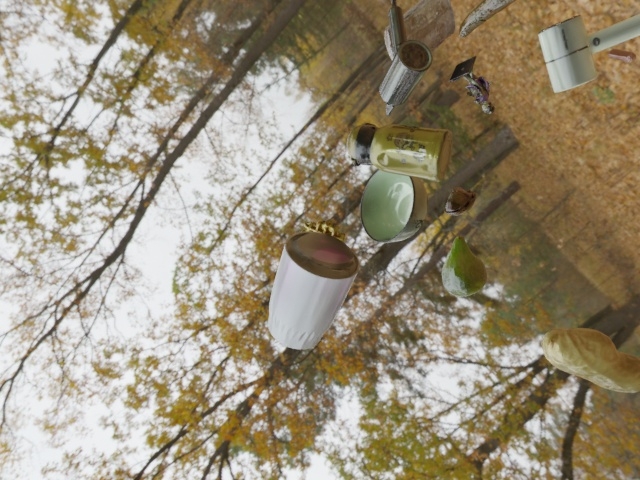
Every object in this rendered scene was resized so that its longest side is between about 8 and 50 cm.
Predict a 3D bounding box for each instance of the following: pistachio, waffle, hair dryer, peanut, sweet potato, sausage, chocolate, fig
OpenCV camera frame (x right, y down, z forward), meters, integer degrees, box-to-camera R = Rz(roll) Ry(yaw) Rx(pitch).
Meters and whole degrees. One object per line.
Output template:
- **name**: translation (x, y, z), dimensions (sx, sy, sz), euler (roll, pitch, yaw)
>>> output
- **pistachio**: translation (0.679, -0.187, 2.255), dimensions (0.131, 0.165, 0.210), euler (49, -135, -10)
- **waffle**: translation (0.000, 0.000, 2.041), dimensions (0.229, 0.219, 0.057), euler (20, -151, 22)
- **hair dryer**: translation (0.178, -0.448, 1.075), dimensions (0.195, 0.077, 0.249), euler (129, 140, -73)
- **peanut**: translation (0.806, 0.343, 1.341), dimensions (0.318, 0.148, 0.147), euler (23, -160, 1)
- **sweet potato**: translation (0.552, -0.756, 1.488), dimensions (0.075, 0.273, 0.075), euler (19, -123, -33)
- **hair dryer**: translation (0.869, -0.608, 1.381), dimensions (0.203, 0.361, 0.128), euler (68, -155, -11)
- **sausage**: translation (0.982, -0.603, 1.503), dimensions (0.030, 0.035, 0.147), euler (29, -155, -10)
- **chocolate**: translation (0.365, -0.794, 1.734), dimensions (0.185, 0.303, 0.100), euler (57, 173, -37)
- **fig**: translation (0.638, 0.108, 2.096), dimensions (0.206, 0.205, 0.275), euler (-64, -42, -70)

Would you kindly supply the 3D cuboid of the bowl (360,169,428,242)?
- **bowl**: translation (0.360, -0.153, 2.092), dimensions (0.185, 0.354, 0.354), euler (9, -142, -34)

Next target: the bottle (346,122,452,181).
- **bottle**: translation (0.258, -0.315, 1.578), dimensions (0.351, 0.172, 0.171), euler (15, -172, 23)

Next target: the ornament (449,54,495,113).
- **ornament**: translation (0.516, -0.489, 1.514), dimensions (0.203, 0.081, 0.088), euler (48, 152, -25)

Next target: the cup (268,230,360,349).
- **cup**: translation (-0.039, 0.172, 1.563), dimensions (0.253, 0.372, 0.253), euler (15, -150, -9)
